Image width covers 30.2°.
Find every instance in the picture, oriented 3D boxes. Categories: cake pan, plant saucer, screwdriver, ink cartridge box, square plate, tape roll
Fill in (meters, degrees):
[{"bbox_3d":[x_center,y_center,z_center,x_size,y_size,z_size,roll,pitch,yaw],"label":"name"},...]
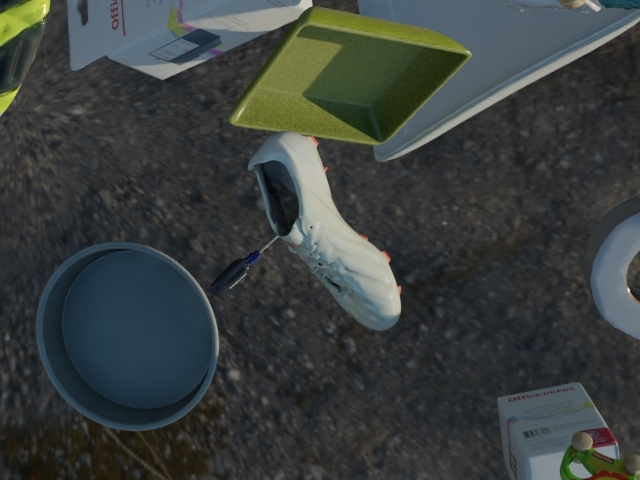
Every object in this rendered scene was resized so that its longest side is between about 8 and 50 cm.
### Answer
[{"bbox_3d":[-0.287,0.141,1.800,0.293,0.054,0.293,2,101,13],"label":"cake pan"},{"bbox_3d":[0.023,-0.169,1.189,0.188,0.188,0.045,6,62,-26],"label":"plant saucer"},{"bbox_3d":[-0.059,0.006,1.373,0.170,0.024,0.025,-38,123,-1],"label":"screwdriver"},{"bbox_3d":[0.333,0.301,1.668,0.128,0.176,0.127,-10,112,-1],"label":"ink cartridge box"},{"bbox_3d":[0.199,-0.281,1.388,0.344,0.347,0.049,-29,133,27],"label":"square plate"},{"bbox_3d":[0.517,0.042,1.816,0.219,0.072,0.219,1,109,2],"label":"tape roll"},{"bbox_3d":[-0.192,-0.362,1.653,0.119,0.353,0.207,17,62,-52],"label":"ink cartridge box"}]

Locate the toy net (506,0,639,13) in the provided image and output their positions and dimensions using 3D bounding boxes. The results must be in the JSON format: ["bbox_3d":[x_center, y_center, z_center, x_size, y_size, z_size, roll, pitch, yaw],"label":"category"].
[{"bbox_3d":[0.244,-0.214,0.985,0.122,0.232,0.045,1,98,-24],"label":"toy net"}]

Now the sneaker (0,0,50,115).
[{"bbox_3d":[-0.272,-0.031,0.635,0.145,0.147,0.385,32,103,-33],"label":"sneaker"}]

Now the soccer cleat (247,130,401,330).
[{"bbox_3d":[0.000,0.000,1.011,0.196,0.068,0.076,60,39,-8],"label":"soccer cleat"}]

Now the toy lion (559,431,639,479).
[{"bbox_3d":[0.311,0.271,1.316,0.100,0.034,0.096,22,46,19],"label":"toy lion"}]
